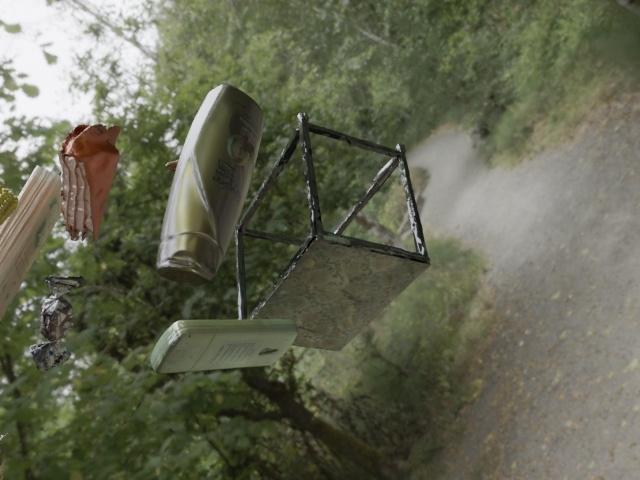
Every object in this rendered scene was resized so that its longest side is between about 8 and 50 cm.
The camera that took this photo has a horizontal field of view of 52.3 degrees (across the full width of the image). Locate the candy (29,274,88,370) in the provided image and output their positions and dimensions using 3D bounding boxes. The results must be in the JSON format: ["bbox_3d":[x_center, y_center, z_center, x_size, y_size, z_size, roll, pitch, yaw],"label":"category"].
[{"bbox_3d":[-0.487,0.150,1.210,0.094,0.051,0.226,-24,-39,-50],"label":"candy"}]

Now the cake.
[{"bbox_3d":[-0.508,-0.115,1.387,0.135,0.098,0.287,-47,-23,-67],"label":"cake"}]

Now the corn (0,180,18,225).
[{"bbox_3d":[-0.634,-0.036,1.197,0.165,0.085,0.063,-45,-8,-10],"label":"corn"}]

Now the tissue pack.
[{"bbox_3d":[-0.691,0.005,1.491,0.170,0.071,0.325,123,166,-58],"label":"tissue pack"}]

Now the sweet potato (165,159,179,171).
[{"bbox_3d":[-0.304,-0.240,1.698,0.058,0.078,0.255,-50,6,46],"label":"sweet potato"}]

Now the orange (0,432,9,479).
[{"bbox_3d":[-0.581,0.298,0.826,0.329,0.329,0.249,-46,-22,-82],"label":"orange"}]

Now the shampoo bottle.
[{"bbox_3d":[-0.177,-0.091,1.057,0.084,0.125,0.350,-18,48,39],"label":"shampoo bottle"}]

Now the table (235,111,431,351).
[{"bbox_3d":[0.000,0.000,1.204,0.335,0.222,0.272,-51,36,45],"label":"table"}]

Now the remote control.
[{"bbox_3d":[-0.142,0.160,0.995,0.233,0.038,0.098,7,-49,-44],"label":"remote control"}]
